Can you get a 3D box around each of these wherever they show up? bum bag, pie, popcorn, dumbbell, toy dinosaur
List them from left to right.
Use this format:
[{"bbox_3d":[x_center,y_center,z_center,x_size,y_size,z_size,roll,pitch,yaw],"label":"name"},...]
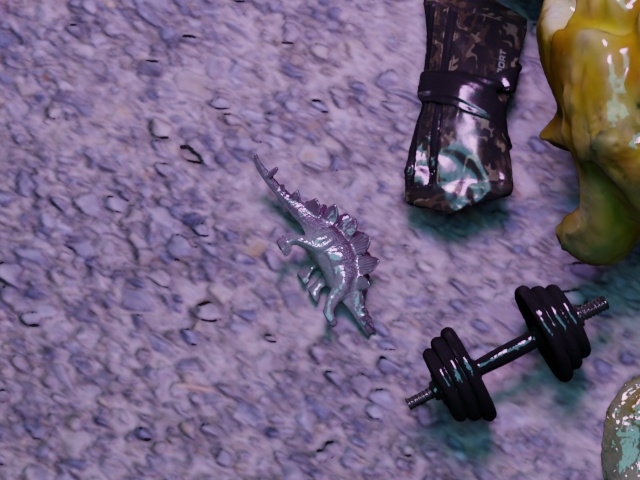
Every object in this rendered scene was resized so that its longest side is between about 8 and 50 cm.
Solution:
[{"bbox_3d":[0.000,0.000,1.928,0.082,0.039,0.209,-34,83,-8],"label":"toy dinosaur"},{"bbox_3d":[0.143,-0.138,1.941,0.102,0.069,0.248,-2,71,22],"label":"bum bag"},{"bbox_3d":[0.173,0.104,1.848,0.208,0.099,0.099,-27,72,-3],"label":"dumbbell"},{"bbox_3d":[0.343,-0.130,1.809,0.274,0.279,0.335,-8,66,-8],"label":"popcorn"},{"bbox_3d":[0.348,0.196,1.831,0.187,0.041,0.186,-2,73,7],"label":"pie"}]
